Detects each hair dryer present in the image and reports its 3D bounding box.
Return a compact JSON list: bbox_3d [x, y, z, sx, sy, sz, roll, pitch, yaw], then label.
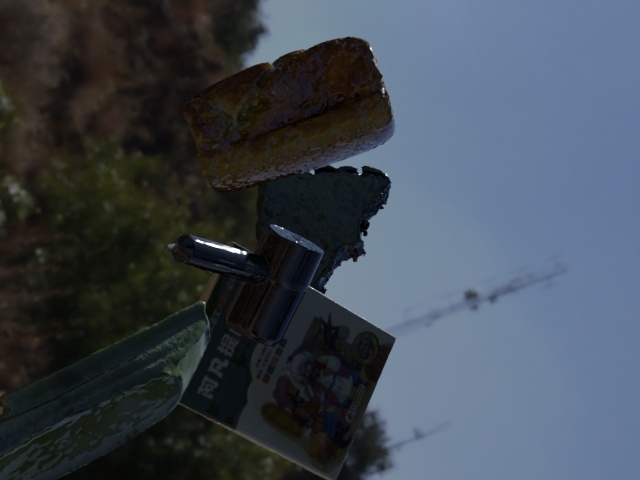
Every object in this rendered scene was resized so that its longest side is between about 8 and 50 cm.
[{"bbox_3d":[-0.095,0.036,1.493,0.071,0.124,0.219,30,6,38],"label":"hair dryer"}]

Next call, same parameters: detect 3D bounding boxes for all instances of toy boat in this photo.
[{"bbox_3d":[-0.198,0.134,1.055,0.055,0.293,0.093,46,-31,33],"label":"toy boat"}]

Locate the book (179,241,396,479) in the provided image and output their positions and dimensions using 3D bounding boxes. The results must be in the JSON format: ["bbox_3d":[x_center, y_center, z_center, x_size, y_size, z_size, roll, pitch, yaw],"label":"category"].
[{"bbox_3d":[-0.047,0.150,1.692,0.264,0.202,0.027,32,-16,-26],"label":"book"}]

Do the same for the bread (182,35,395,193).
[{"bbox_3d":[-0.025,-0.108,1.203,0.132,0.172,0.103,-30,100,-87],"label":"bread"}]

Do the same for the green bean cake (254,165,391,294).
[{"bbox_3d":[0.000,0.000,1.994,0.107,0.194,0.208,117,-23,-77],"label":"green bean cake"}]
